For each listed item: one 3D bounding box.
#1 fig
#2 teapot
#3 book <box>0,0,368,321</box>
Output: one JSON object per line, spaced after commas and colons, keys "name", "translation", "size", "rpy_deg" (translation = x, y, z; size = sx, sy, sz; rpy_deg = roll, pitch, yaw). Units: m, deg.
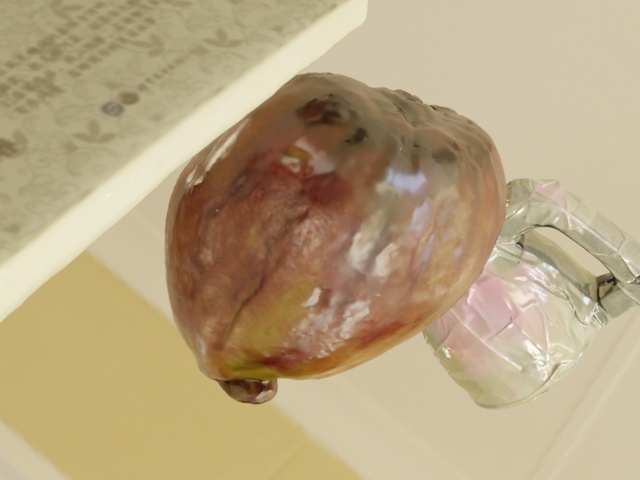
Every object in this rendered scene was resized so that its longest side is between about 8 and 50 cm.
{"name": "fig", "translation": [0.003, -0.012, 1.086], "size": [0.224, 0.263, 0.224], "rpy_deg": [60, 3, -6]}
{"name": "teapot", "translation": [0.176, 0.048, 1.432], "size": [0.178, 0.163, 0.221], "rpy_deg": [45, -30, -18]}
{"name": "book", "translation": [-0.203, -0.118, 0.629], "size": [0.379, 0.264, 0.031], "rpy_deg": [27, -48, 18]}
